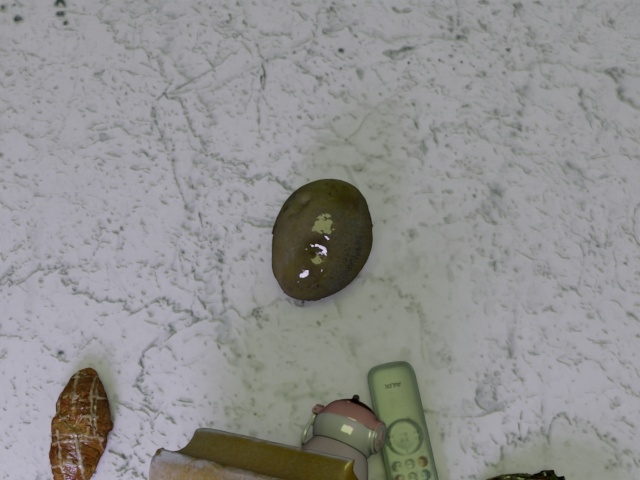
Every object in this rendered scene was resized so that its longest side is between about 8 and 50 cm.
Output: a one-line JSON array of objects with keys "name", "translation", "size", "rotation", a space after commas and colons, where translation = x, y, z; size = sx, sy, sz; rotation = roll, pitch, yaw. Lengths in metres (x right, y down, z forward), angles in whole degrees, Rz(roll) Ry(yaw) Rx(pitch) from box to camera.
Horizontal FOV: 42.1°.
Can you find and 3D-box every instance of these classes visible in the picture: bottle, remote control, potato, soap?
[{"name": "bottle", "translation": [0.023, 0.374, 1.399], "size": [0.148, 0.147, 0.236], "rotation": [21, 64, 9]}, {"name": "remote control", "translation": [0.149, 0.365, 1.449], "size": [0.090, 0.038, 0.309], "rotation": [-9, 70, -2]}, {"name": "potato", "translation": [0.000, 0.000, 1.530], "size": [0.178, 0.160, 0.235], "rotation": [30, 87, 37]}, {"name": "soap", "translation": [-0.091, 0.455, 1.244], "size": [0.335, 0.156, 0.293], "rotation": [3, 102, 39]}]

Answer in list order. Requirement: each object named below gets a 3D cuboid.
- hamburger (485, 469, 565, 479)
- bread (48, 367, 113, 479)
[{"name": "hamburger", "translation": [0.340, 0.487, 1.369], "size": [0.183, 0.129, 0.206], "rotation": [-12, 51, -5]}, {"name": "bread", "translation": [-0.422, 0.334, 1.455], "size": [0.105, 0.076, 0.232], "rotation": [2, 71, 4]}]
